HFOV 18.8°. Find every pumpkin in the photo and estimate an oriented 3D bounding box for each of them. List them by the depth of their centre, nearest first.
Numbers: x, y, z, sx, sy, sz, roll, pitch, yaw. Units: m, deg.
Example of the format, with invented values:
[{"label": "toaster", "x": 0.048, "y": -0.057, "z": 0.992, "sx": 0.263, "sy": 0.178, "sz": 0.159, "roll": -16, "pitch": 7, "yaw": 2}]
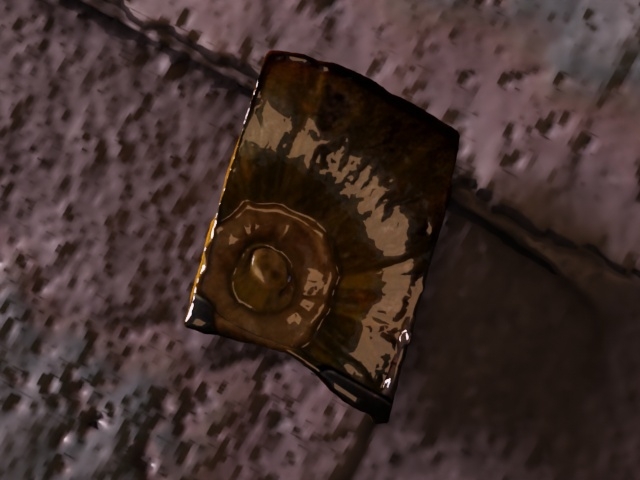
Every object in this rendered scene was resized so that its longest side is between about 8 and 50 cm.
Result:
[{"label": "pumpkin", "x": 0.002, "y": -0.001, "z": 0.601, "sx": 0.073, "sy": 0.035, "sz": 0.101, "roll": 20, "pitch": 78, "yaw": 0}]
